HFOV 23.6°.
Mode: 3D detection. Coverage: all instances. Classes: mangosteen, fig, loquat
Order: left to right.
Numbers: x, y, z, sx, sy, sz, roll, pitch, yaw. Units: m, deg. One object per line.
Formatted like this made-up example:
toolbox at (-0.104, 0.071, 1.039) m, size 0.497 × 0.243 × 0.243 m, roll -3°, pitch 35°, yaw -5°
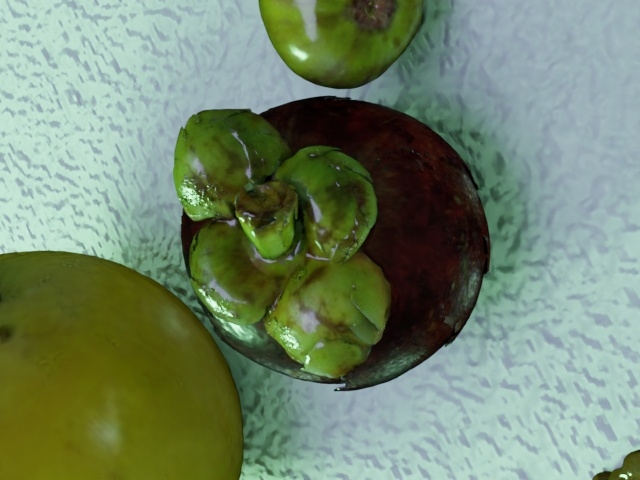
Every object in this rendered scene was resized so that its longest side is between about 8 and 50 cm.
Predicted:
loquat at (-0.185, 0.129, 0.990) m, size 0.275 × 0.275 × 0.275 m, roll 19°, pitch 118°, yaw 41°
mangosteen at (0.000, 0.000, 0.801) m, size 0.166 × 0.180 × 0.166 m, roll -1°, pitch 87°, yaw 25°
fig at (0.007, -0.142, 0.847) m, size 0.166 × 0.093 × 0.093 m, roll -105°, pitch 15°, yaw -66°

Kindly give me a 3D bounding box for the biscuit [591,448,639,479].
biscuit at (0.177, 0.156, 0.803) m, size 0.092 × 0.016 × 0.082 m, roll 42°, pitch 131°, yaw 30°
